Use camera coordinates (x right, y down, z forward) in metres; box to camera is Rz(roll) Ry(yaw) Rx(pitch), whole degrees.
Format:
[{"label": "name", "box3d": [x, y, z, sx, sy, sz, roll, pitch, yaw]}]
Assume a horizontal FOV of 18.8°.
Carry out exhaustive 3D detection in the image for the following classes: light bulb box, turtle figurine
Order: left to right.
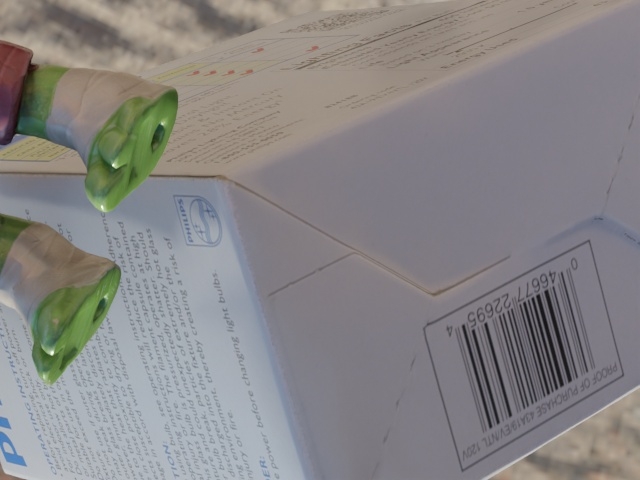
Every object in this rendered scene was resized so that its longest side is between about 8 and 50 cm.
[{"label": "turtle figurine", "box3d": [-0.215, -0.047, 0.804, 0.266, 0.198, 0.275, 24, 171, 8]}, {"label": "light bulb box", "box3d": [0.000, 0.000, 1.198, 0.361, 0.358, 0.225, 4, 113, 53]}]
